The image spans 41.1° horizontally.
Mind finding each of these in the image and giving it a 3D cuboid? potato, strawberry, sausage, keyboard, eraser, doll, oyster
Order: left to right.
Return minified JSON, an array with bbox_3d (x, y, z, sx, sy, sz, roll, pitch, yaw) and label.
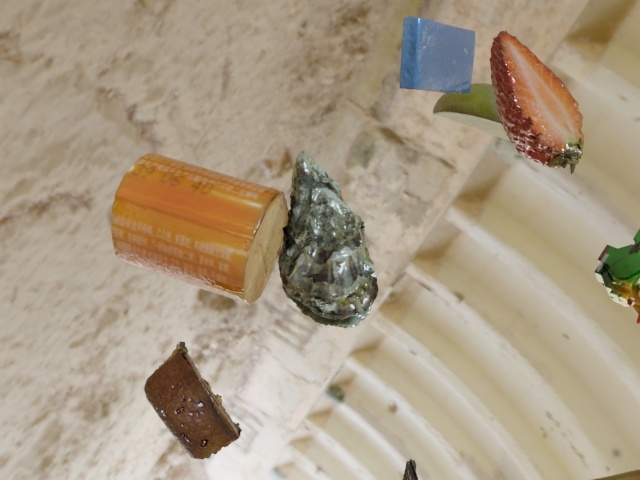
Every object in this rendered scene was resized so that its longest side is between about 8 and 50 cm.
[{"bbox_3d":[-0.232,-0.026,1.659,0.233,0.287,0.233,18,90,-79],"label":"sausage"},{"bbox_3d":[0.002,-0.004,1.564,0.162,0.350,0.158,0,155,-26],"label":"oyster"},{"bbox_3d":[0.141,0.501,1.508,0.072,0.023,0.231,-94,-168,-72],"label":"keyboard"},{"bbox_3d":[0.251,-0.382,1.789,0.312,0.043,0.144,-13,109,-59],"label":"eraser"},{"bbox_3d":[0.437,-0.314,2.043,0.255,0.270,0.112,-142,-113,-78],"label":"potato"},{"bbox_3d":[0.338,-0.210,1.399,0.175,0.235,0.107,6,149,-38],"label":"strawberry"},{"bbox_3d":[0.615,0.075,1.632,0.134,0.186,0.106,-31,139,5],"label":"doll"}]

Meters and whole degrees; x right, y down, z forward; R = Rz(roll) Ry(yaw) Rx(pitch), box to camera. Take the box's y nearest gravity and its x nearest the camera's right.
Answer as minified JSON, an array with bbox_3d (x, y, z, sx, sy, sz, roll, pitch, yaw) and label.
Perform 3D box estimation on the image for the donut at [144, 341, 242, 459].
[{"bbox_3d":[-0.253,0.314,1.645,0.126,0.186,0.144,-38,-162,-5],"label":"donut"}]

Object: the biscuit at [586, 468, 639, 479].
[{"bbox_3d":[0.462,0.450,1.343,0.291,0.237,0.062,-30,-151,39],"label":"biscuit"}]
